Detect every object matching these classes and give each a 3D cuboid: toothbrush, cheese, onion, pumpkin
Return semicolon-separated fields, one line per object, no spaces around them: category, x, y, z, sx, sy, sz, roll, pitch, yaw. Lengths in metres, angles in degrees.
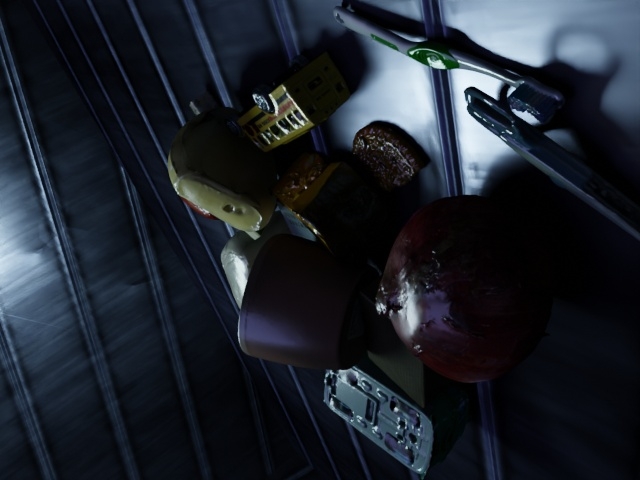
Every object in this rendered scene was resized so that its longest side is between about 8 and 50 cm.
toothbrush;0.152;-0.257;0.854;0.418;0.040;0.042;42;172;39
cheese;-0.207;-0.183;1.395;0.128;0.316;0.259;-31;130;34
onion;0.208;0.068;0.928;0.276;0.276;0.276;44;157;25
pumpkin;-0.004;-0.093;1.234;0.280;0.139;0.190;42;176;24

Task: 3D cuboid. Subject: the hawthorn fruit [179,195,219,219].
hawthorn fruit;-0.294;-0.173;1.676;0.249;0.215;0.215;30;150;24

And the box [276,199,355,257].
box;0.000;0.000;1.512;0.155;0.067;0.243;22;142;57

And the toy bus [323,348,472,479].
toy bus;0.182;0.371;1.475;0.343;0.199;0.184;29;123;40

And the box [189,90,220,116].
box;-0.289;-0.330;1.625;0.098;0.062;0.045;55;163;-9

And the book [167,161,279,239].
book;-0.212;-0.149;1.483;0.264;0.202;0.027;42;128;-16

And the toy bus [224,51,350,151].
toy bus;-0.073;-0.255;1.212;0.123;0.121;0.335;51;159;-13

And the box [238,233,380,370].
box;-0.011;0.139;1.330;0.216;0.301;0.301;13;141;24

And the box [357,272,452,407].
box;0.196;0.187;1.278;0.184;0.143;0.273;39;155;35

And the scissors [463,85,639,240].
scissors;0.291;-0.090;0.759;0.289;0.041;0.138;42;-171;12

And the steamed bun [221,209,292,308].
steamed bun;-0.126;0.106;1.685;0.236;0.247;0.384;17;139;54

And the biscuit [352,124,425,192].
biscuit;0.105;-0.146;1.123;0.126;0.025;0.206;56;159;-4

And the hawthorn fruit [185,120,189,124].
hawthorn fruit;-0.337;-0.298;1.735;0.093;0.093;0.093;44;157;25
